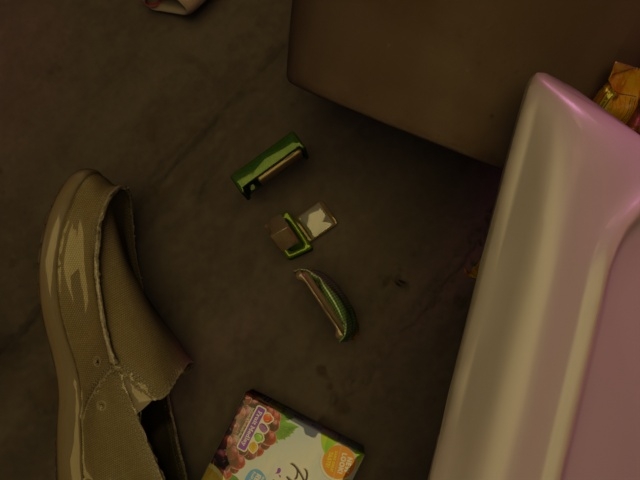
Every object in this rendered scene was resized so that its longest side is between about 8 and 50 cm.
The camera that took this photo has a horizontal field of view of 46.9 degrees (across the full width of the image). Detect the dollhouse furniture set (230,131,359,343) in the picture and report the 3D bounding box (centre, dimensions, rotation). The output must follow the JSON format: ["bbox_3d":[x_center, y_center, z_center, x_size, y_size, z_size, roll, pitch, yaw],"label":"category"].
[{"bbox_3d":[0.000,0.000,0.548,0.058,0.076,0.152,-34,82,0],"label":"dollhouse furniture set"}]

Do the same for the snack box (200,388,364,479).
[{"bbox_3d":[-0.042,0.197,0.546,0.100,0.037,0.141,26,86,4],"label":"snack box"}]

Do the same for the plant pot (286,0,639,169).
[{"bbox_3d":[0.115,-0.199,0.470,0.323,0.323,0.280,23,101,6],"label":"plant pot"}]

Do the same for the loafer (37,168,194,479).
[{"bbox_3d":[-0.141,0.081,0.541,0.092,0.102,0.268,-4,92,2],"label":"loafer"}]

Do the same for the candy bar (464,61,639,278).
[{"bbox_3d":[0.139,-0.033,0.441,0.018,0.040,0.161,54,127,36],"label":"candy bar"}]

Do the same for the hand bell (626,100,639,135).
[{"bbox_3d":[0.228,-0.077,0.546,0.126,0.126,0.242,24,72,6],"label":"hand bell"}]

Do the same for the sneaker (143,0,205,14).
[{"bbox_3d":[-0.141,-0.235,0.597,0.134,0.051,0.070,36,81,3],"label":"sneaker"}]

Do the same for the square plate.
[{"bbox_3d":[0.205,0.124,0.431,0.347,0.049,0.344,17,84,-34],"label":"square plate"}]
